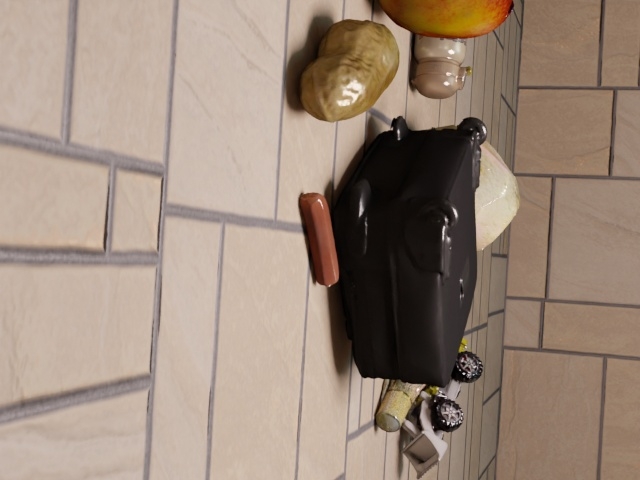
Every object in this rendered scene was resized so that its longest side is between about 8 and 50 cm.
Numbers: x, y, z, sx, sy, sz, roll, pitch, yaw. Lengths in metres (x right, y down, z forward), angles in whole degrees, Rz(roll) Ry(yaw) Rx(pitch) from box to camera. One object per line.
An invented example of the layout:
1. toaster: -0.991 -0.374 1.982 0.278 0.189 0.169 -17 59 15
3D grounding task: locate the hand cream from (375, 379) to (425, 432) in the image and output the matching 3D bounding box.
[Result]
1. hand cream: 0.147 0.258 1.735 0.203 0.084 0.084 -56 146 -46

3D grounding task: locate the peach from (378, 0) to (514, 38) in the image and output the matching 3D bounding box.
1. peach: 0.186 -0.405 1.475 0.231 0.231 0.231 3 90 -73

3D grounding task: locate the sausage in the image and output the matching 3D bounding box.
1. sausage: 0.001 0.000 1.263 0.035 0.030 0.147 -67 154 -46

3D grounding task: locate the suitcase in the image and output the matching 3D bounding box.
1. suitcase: 0.145 0.019 1.476 0.345 0.188 0.339 -62 149 -57

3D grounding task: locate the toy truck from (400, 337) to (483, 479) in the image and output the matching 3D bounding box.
1. toy truck: 0.221 0.314 1.915 0.286 0.111 0.136 -63 -178 -38

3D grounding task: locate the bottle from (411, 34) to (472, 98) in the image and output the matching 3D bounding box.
1. bottle: 0.226 -0.362 1.799 0.097 0.110 0.209 43 52 -77

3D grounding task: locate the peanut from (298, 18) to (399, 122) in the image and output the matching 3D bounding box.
1. peanut: 0.034 -0.214 1.232 0.108 0.095 0.226 67 31 -24

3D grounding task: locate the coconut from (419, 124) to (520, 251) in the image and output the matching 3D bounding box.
1. coconut: 0.231 -0.095 1.747 0.197 0.237 0.237 -49 175 20
